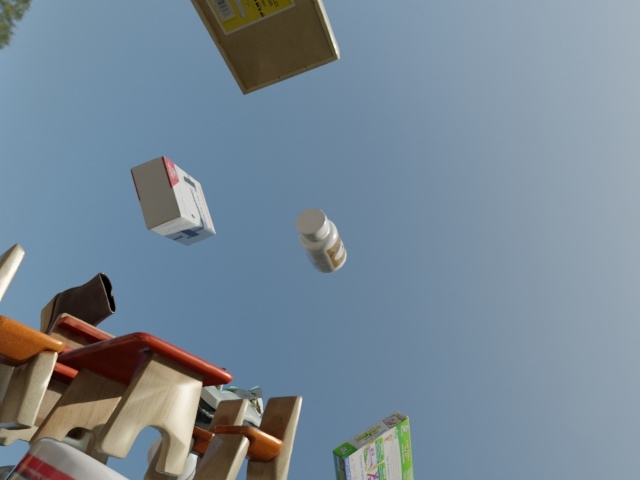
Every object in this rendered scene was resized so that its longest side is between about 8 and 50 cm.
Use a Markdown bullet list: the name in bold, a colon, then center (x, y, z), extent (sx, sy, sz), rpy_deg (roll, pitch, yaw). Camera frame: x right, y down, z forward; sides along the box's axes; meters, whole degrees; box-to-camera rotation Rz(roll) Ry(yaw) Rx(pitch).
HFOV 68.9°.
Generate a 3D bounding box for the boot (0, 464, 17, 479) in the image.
- **boot**: center (-0.549, 0.651, 0.741), extent (0.367, 0.146, 0.445), rpy_deg (-116, -139, -51)

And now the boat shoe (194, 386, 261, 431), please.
- **boat shoe**: center (-0.217, 0.401, 1.053), extent (0.114, 0.302, 0.091), rpy_deg (32, -105, 31)

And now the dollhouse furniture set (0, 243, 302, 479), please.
- **dollhouse furniture set**: center (-0.181, 0.115, 0.399), extent (0.259, 0.262, 0.135), rpy_deg (-20, -136, 39)

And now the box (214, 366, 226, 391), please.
- **box**: center (-0.457, 0.497, 1.606), extent (0.233, 0.159, 0.044), rpy_deg (9, -58, -3)

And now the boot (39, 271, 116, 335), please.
- **boot**: center (-0.600, 0.223, 1.156), extent (0.207, 0.090, 0.248), rpy_deg (-28, -115, 12)

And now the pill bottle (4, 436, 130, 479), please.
- **pill bottle**: center (-0.171, 0.215, 0.249), extent (0.108, 0.108, 0.180), rpy_deg (4, -134, 31)

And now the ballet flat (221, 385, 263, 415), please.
- **ballet flat**: center (-0.231, 0.499, 1.407), extent (0.095, 0.280, 0.096), rpy_deg (-36, -111, 2)

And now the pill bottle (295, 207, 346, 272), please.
- **pill bottle**: center (0.000, 0.000, 1.565), extent (0.131, 0.229, 0.131), rpy_deg (-9, -126, 13)

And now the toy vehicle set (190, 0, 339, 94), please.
- **toy vehicle set**: center (-0.094, -0.347, 0.645), extent (0.166, 0.267, 0.035), rpy_deg (-14, -134, 15)

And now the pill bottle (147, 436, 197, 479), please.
- **pill bottle**: center (-0.206, 0.324, 0.682), extent (0.067, 0.120, 0.067), rpy_deg (-3, -126, 5)

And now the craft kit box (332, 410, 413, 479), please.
- **craft kit box**: center (0.155, 0.646, 1.306), extent (0.061, 0.246, 0.250), rpy_deg (13, -67, 55)

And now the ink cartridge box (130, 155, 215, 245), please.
- **ink cartridge box**: center (-0.447, -0.112, 1.445), extent (0.114, 0.273, 0.197), rpy_deg (-21, -102, 3)
